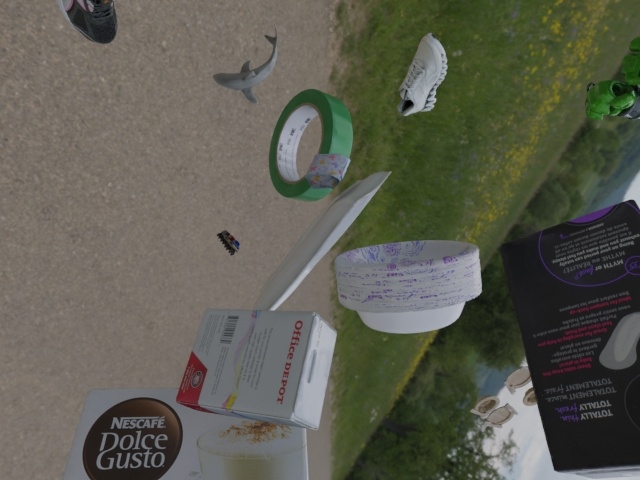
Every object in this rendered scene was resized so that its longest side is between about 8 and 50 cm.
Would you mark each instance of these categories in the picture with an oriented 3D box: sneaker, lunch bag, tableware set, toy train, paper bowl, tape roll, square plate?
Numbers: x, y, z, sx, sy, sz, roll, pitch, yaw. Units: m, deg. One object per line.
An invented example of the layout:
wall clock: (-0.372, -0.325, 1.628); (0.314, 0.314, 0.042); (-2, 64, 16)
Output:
sneaker: (-0.290, -0.317, 0.598); (0.072, 0.077, 0.178); (-39, 164, -22)
lunch bag: (0.019, -0.150, 1.040); (0.053, 0.083, 0.071); (57, 43, -43)
sneaker: (0.311, -0.502, 1.484); (0.118, 0.110, 0.292); (-25, 152, -13)
tableware set: (0.378, 0.316, 0.942); (0.168, 0.020, 0.141); (-43, 124, 15)
toy train: (-0.233, 0.003, 1.213); (0.036, 0.158, 0.027); (-38, 116, -8)
paper bowl: (0.175, 0.090, 0.953); (0.284, 0.283, 0.148); (-16, 101, -60)
tape roll: (-0.037, -0.277, 1.407); (0.077, 0.321, 0.322); (10, 114, -38)
square plate: (0.000, 0.000, 1.002); (0.344, 0.049, 0.347); (-52, 176, 25)

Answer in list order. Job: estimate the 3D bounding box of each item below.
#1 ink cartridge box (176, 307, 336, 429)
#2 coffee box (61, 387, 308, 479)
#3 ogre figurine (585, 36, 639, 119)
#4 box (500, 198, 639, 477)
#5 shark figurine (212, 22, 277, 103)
ink cartridge box: (-0.079, 0.159, 0.604); (0.072, 0.174, 0.128); (50, 46, -49)
coffee box: (-0.200, 0.456, 0.747); (0.338, 0.336, 0.335); (100, -10, -45)
ogre figurine: (0.315, -0.135, 0.346); (0.118, 0.097, 0.197); (16, 133, -29)
box: (0.338, 0.119, 0.550); (0.143, 0.165, 0.271); (30, 48, -41)
shark figurine: (-0.219, -0.593, 1.636); (0.278, 0.166, 0.116); (-39, -174, 2)
